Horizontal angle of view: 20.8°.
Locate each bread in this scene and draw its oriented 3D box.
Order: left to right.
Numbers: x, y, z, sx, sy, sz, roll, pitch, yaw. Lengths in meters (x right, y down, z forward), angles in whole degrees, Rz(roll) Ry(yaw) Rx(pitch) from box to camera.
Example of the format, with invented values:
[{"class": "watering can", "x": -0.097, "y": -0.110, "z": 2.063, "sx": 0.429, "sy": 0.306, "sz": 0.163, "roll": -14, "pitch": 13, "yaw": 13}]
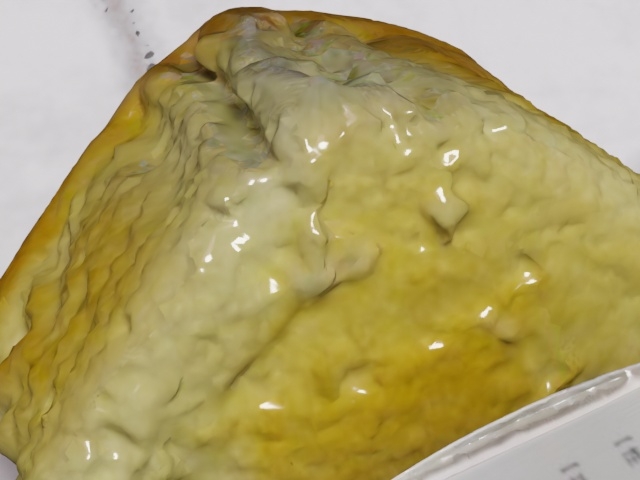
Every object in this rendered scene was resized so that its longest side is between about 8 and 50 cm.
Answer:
[{"class": "bread", "x": 0.000, "y": 0.000, "z": 0.615, "sx": 0.262, "sy": 0.162, "sz": 0.204, "roll": -15, "pitch": 21, "yaw": -16}]

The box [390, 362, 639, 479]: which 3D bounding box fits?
[{"class": "box", "x": 0.144, "y": 0.211, "z": 0.484, "sx": 0.145, "sy": 0.173, "sz": 0.333, "roll": -24, "pitch": 59, "yaw": -15}]
